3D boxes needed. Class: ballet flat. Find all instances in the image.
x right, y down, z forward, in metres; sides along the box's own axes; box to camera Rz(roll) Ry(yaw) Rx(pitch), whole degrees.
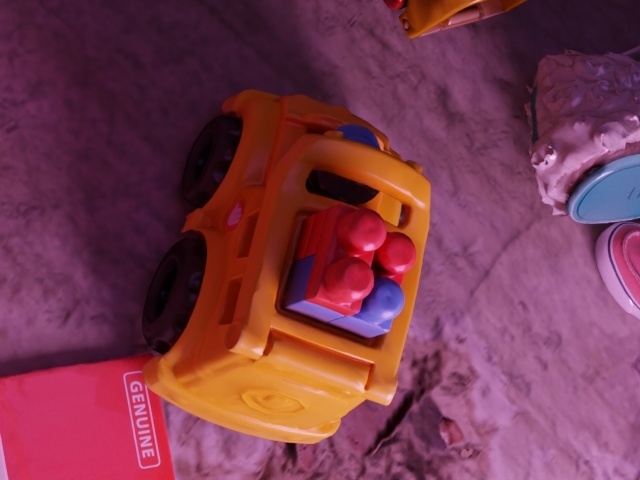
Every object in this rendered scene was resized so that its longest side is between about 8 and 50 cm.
[{"bbox_3d":[0.332,-0.095,1.408,0.409,0.147,0.147,-1,79,-25],"label":"ballet flat"}]

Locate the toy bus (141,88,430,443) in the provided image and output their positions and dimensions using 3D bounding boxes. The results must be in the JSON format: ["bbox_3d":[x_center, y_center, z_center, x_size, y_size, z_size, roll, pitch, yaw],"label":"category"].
[{"bbox_3d":[0.000,0.000,1.184,0.149,0.211,0.220,20,70,-18],"label":"toy bus"}]

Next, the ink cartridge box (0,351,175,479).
[{"bbox_3d":[-0.186,0.222,1.129,0.261,0.066,0.296,-8,83,-25],"label":"ink cartridge box"}]

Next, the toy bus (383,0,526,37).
[{"bbox_3d":[0.088,-0.246,1.335,0.202,0.104,0.191,29,68,-17],"label":"toy bus"}]

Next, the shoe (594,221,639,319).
[{"bbox_3d":[0.282,0.048,1.374,0.178,0.081,0.063,45,64,-10],"label":"shoe"}]
